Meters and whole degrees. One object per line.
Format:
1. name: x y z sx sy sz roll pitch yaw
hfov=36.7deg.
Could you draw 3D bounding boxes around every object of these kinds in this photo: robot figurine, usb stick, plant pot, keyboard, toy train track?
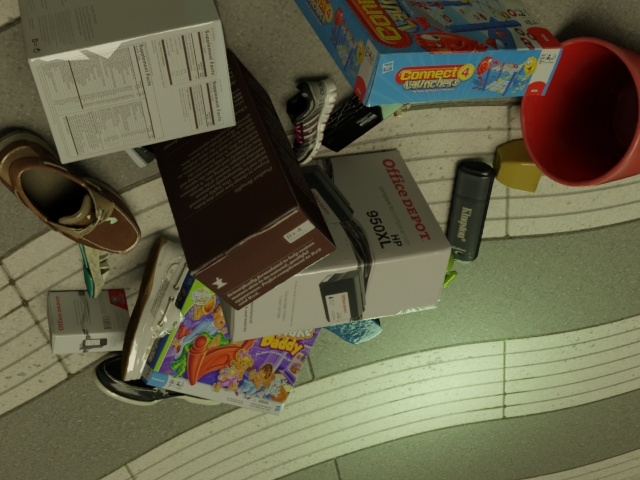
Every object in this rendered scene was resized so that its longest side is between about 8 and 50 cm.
1. robot figurine: 0.247 0.051 2.079 0.067 0.101 0.115 -39 167 -25
2. usb stick: 0.307 -0.055 2.008 0.077 0.045 0.278 9 138 7
3. plant pot: 0.391 -0.151 1.929 0.083 0.081 0.081 4 135 -7
4. keyboard: 0.072 -0.234 1.740 0.192 0.038 0.100 -34 151 22
5. plant pot: 0.551 -0.234 1.785 0.243 0.275 0.275 -4 137 -36
6. toy train track: 0.127 -0.233 1.772 0.083 0.014 0.048 -20 139 -1

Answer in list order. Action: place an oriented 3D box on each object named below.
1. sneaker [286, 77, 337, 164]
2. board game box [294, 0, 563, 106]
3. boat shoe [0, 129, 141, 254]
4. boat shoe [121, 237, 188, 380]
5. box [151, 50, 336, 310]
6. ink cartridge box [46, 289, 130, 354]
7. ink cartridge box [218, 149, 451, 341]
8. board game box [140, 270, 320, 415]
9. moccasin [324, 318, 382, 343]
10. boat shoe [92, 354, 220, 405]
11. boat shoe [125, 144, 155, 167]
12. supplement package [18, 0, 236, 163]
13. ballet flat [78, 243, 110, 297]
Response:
1. sneaker: -0.031 -0.210 1.694 0.075 0.063 0.170 2 129 -26
2. board game box: 0.148 -0.330 1.433 0.302 0.308 0.086 -7 137 -25
3. boat shoe: -0.420 -0.055 1.634 0.123 0.116 0.324 -48 136 3
4. boat shoe: -0.301 0.138 1.818 0.096 0.098 0.276 19 84 -21
5. box: -0.136 -0.102 1.519 0.191 0.381 0.143 -31 139 11
6. ink cartridge box: -0.450 0.157 1.874 0.151 0.109 0.063 -1 138 -22
7. ink cartridge box: 0.000 0.000 1.763 0.395 0.285 0.166 -8 137 -16
8. board game box: -0.185 0.213 1.998 0.347 0.078 0.233 22 95 -39
9. moccasin: 0.013 0.111 2.024 0.138 0.116 0.342 -25 143 10
10. boat shoe: -0.315 0.278 2.052 0.340 0.127 0.113 17 125 -38
11. boat shoe: -0.320 -0.175 1.622 0.040 0.049 0.142 -31 145 2
12. supplement package: -0.281 -0.271 1.413 0.263 0.199 0.198 -14 139 -9
13. ballet flat: -0.419 0.045 1.811 0.052 0.057 0.168 -18 140 -20
